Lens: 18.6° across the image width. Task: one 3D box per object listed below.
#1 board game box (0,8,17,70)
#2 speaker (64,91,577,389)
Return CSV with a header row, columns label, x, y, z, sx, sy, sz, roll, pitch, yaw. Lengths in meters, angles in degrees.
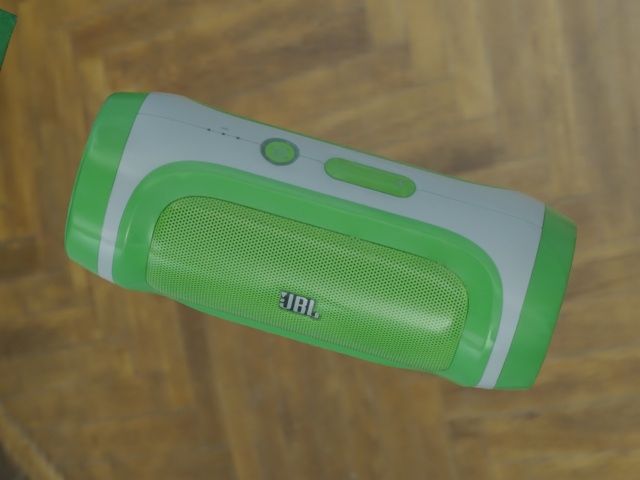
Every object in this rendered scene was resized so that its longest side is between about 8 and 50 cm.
label,x,y,z,sx,sy,sz,roll,pitch,yaw
board game box,-0.260,-0.010,0.958,0.317,0.046,0.213,3,74,57
speaker,0.000,0.000,1.200,0.296,0.131,0.131,16,113,2
